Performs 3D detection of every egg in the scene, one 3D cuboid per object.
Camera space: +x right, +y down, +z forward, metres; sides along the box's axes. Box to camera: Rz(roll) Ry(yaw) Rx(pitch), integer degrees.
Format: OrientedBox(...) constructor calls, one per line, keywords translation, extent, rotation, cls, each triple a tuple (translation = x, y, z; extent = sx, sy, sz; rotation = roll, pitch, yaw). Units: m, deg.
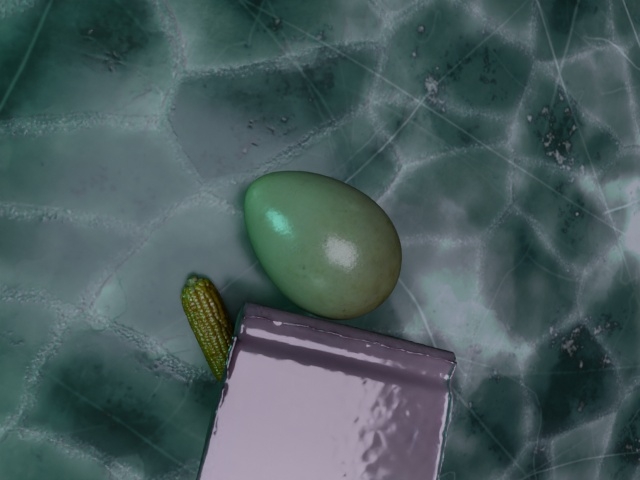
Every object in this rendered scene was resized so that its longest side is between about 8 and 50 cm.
OrientedBox(translation=(0.000, 0.000, 0.752), extent=(0.295, 0.218, 0.218), rotation=(41, 80, -4), cls="egg")

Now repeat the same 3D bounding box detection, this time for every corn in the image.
OrientedBox(translation=(-0.185, 0.157, 0.777), extent=(0.068, 0.068, 0.207), rotation=(-22, 98, -15), cls="corn")

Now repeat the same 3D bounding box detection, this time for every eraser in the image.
OrientedBox(translation=(0.015, 0.268, 0.709), extent=(0.359, 0.122, 0.272), rotation=(14, 79, -10), cls="eraser")
